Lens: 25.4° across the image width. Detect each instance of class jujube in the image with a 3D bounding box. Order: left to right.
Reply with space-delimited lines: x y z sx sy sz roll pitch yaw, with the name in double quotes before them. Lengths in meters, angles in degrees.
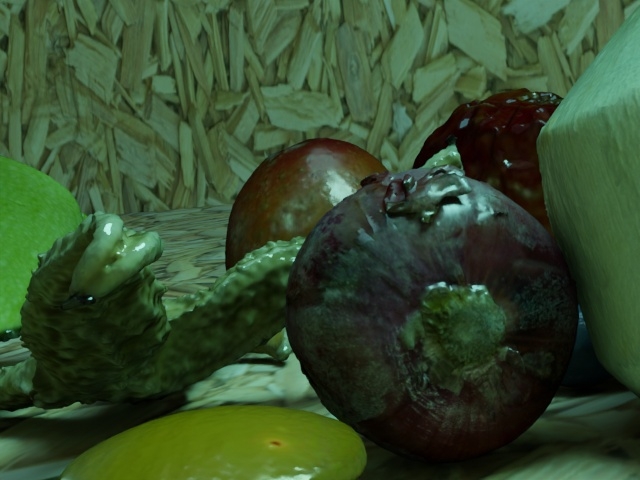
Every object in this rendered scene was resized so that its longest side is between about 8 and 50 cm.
"jujube" 0.196 -0.032 1.197 0.213 0.213 0.232 -10 11 -34

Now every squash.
"squash" -0.285 0.071 1.094 0.233 0.210 0.309 -15 29 -3

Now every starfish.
"starfish" -0.073 0.043 0.915 0.324 0.082 0.432 -15 -15 -30

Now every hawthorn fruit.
"hawthorn fruit" 0.000 0.000 1.194 0.172 0.173 0.173 -6 5 1

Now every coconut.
"coconut" 0.242 -0.033 0.757 0.244 0.247 0.245 -11 -3 -1

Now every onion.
"onion" 0.054 0.039 0.783 0.159 0.160 0.195 -7 2 -8

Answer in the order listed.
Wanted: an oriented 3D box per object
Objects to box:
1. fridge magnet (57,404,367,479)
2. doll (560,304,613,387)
"fridge magnet" -0.049 0.111 0.644 0.143 0.063 0.143 -8 6 1
"doll" 0.195 0.051 0.904 0.179 0.102 0.089 -2 49 10
